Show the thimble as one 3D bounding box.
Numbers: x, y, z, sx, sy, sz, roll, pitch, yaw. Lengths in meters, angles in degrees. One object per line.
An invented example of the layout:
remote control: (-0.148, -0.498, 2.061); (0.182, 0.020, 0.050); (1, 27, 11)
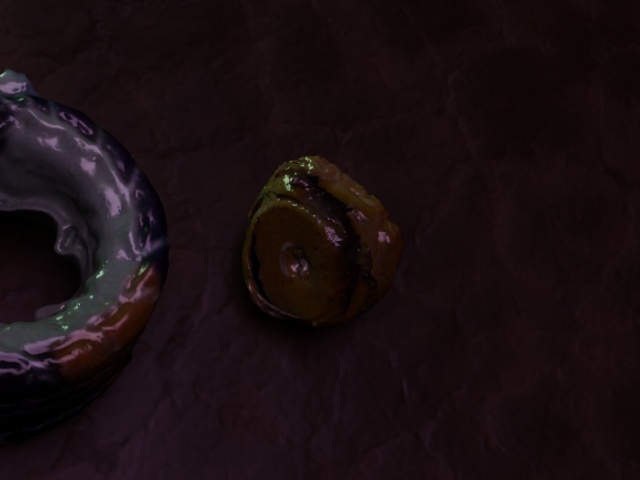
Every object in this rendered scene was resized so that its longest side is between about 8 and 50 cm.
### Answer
thimble: (-0.223, 0.012, 0.869); (0.237, 0.150, 0.237); (7, 63, -14)

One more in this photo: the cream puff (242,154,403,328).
cream puff: (0.000, 0.000, 0.971); (0.104, 0.119, 0.133); (-18, 85, -47)
